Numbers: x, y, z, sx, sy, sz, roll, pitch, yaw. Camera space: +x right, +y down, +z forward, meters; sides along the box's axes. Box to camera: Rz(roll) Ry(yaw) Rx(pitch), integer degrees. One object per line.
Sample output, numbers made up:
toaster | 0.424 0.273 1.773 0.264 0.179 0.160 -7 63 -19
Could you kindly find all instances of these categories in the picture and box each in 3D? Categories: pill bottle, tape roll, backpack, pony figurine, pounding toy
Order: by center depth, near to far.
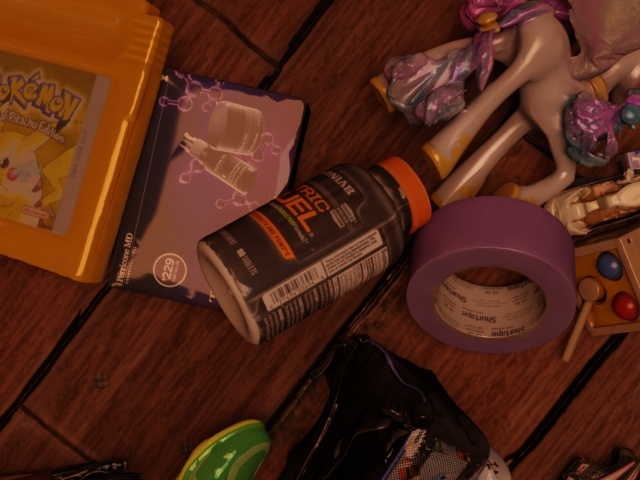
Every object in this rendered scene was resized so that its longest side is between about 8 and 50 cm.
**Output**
pill bottle | 0.000 0.000 1.041 0.245 0.130 0.130 -30 91 -17
pony figurine | 0.247 -0.213 1.075 0.363 0.303 0.351 -34 123 -3
backpack | 0.064 0.275 1.077 0.213 0.276 0.263 35 94 -13
tape roll | 0.195 0.043 1.091 0.189 0.189 0.080 12 49 0
pounding toy | 0.341 0.061 1.129 0.100 0.141 0.130 -23 91 -28

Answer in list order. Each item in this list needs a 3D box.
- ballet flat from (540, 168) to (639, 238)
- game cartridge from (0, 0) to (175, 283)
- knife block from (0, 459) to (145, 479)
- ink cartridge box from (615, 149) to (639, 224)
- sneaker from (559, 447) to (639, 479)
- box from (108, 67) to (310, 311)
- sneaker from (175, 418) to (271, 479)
ballet flat | 0.324 -0.044 1.121 0.203 0.074 0.074 -14 91 20
game cartridge | -0.334 -0.142 1.113 0.285 0.052 0.324 16 92 21
knife block | -0.341 0.323 1.078 0.242 0.275 0.088 -10 90 30
ink cartridge box | 0.433 -0.015 1.162 0.097 0.046 0.207 -13 90 0
sneaker | 0.313 0.305 1.165 0.178 0.072 0.077 -19 79 -8
box | -0.129 -0.055 1.138 0.184 0.103 0.261 12 91 3
sneaker | -0.131 0.347 1.103 0.123 0.109 0.296 23 70 25
